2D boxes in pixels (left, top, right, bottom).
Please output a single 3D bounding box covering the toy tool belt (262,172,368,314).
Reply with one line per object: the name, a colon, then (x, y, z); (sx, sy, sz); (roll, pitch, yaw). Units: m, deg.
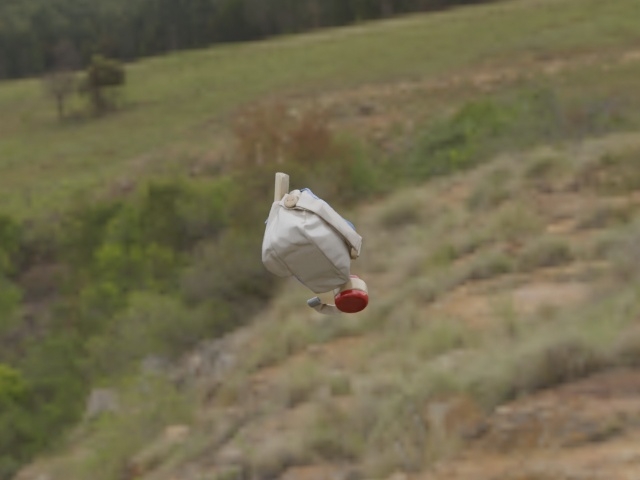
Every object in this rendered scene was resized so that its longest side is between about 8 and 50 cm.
toy tool belt: (0.000, 0.000, 0.946); (0.052, 0.051, 0.083); (-23, -41, 23)
